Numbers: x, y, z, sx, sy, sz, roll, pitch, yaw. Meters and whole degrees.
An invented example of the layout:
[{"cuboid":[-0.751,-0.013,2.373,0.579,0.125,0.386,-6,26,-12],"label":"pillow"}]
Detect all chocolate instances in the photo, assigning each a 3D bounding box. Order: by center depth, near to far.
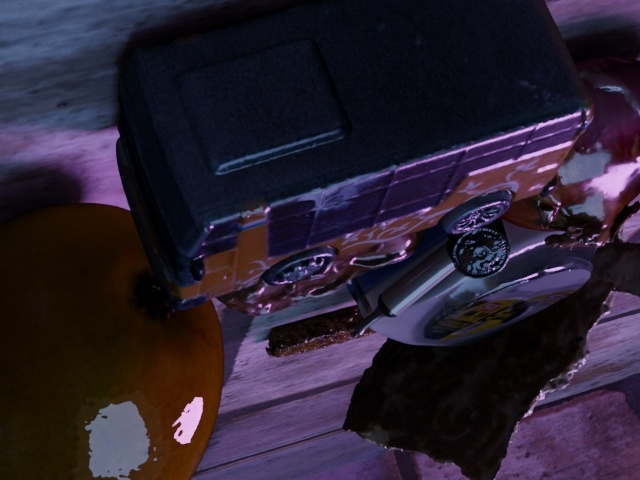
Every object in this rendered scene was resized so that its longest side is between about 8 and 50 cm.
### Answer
[{"cuboid":[0.000,0.000,1.374,0.214,0.093,0.148,-25,164,17],"label":"chocolate"}]

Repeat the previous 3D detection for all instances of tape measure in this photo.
[{"cuboid":[0.178,0.019,1.562,0.262,0.138,0.259,-28,163,27],"label":"tape measure"}]

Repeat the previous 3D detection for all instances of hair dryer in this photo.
[{"cuboid":[0.102,0.033,1.399,0.198,0.057,0.100,-39,-160,15],"label":"hair dryer"}]

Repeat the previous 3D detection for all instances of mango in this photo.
[{"cuboid":[-0.220,0.136,1.198,0.221,0.264,0.378,-31,158,-44],"label":"mango"}]

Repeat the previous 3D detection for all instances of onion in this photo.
[{"cuboid":[0.240,-0.072,1.292,0.230,0.163,0.230,-18,159,-7],"label":"onion"}]

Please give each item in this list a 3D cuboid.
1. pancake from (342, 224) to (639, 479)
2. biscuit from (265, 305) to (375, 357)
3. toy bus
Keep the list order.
[{"cuboid":[0.224,0.121,1.711,0.426,0.305,0.067,-49,128,-4],"label":"pancake"},{"cuboid":[0.023,0.118,1.878,0.199,0.034,0.064,-15,162,-17],"label":"biscuit"},{"cuboid":[0.020,-0.081,1.024,0.324,0.161,0.194,-17,163,-14],"label":"toy bus"}]
